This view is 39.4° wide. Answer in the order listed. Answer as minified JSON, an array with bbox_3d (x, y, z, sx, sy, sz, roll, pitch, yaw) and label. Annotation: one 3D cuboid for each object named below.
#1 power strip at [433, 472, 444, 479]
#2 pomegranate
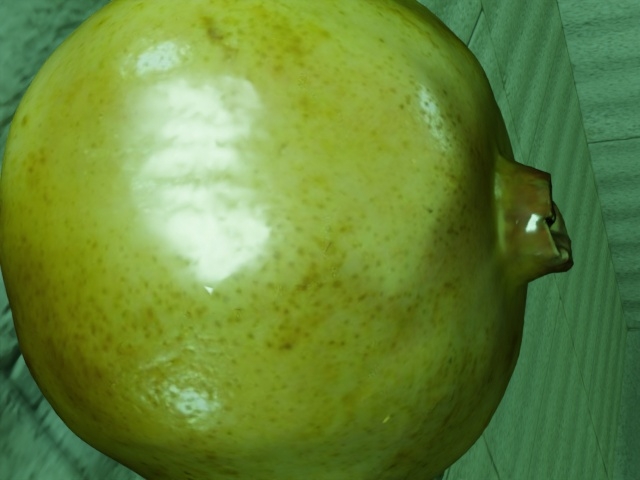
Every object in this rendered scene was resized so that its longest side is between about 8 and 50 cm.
[{"bbox_3d":[0.146,0.222,1.294,0.080,0.048,0.285,-3,90,-62],"label":"power strip"},{"bbox_3d":[-0.014,-0.005,0.655,0.417,0.417,0.416,15,73,-61],"label":"pomegranate"}]
